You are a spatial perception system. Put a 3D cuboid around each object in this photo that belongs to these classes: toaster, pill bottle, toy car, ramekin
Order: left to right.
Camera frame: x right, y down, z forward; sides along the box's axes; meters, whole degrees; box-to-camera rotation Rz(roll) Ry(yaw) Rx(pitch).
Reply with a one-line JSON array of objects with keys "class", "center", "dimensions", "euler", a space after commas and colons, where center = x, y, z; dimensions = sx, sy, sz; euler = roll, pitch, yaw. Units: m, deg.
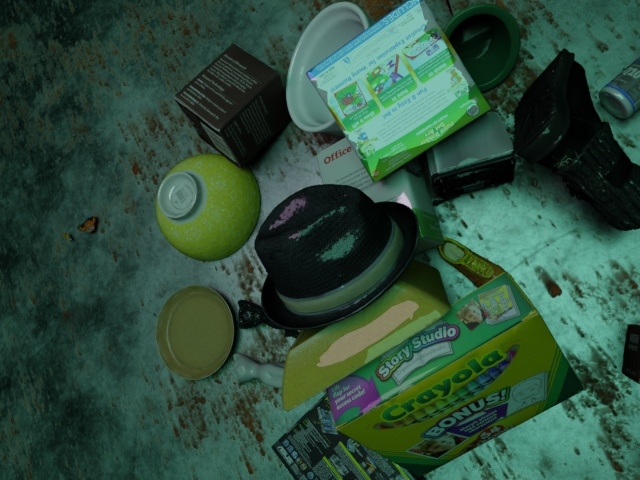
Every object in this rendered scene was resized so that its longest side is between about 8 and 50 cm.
[{"class": "toy car", "center": [-0.708, -0.032, 1.430], "dimensions": [0.122, 0.060, 0.040], "euler": [-18, 120, 34]}, {"class": "ramekin", "center": [0.055, -0.364, 1.074], "dimensions": [0.277, 0.135, 0.277], "euler": [-10, 77, 50]}, {"class": "toaster", "center": [0.297, -0.162, 0.985], "dimensions": [0.185, 0.168, 0.110], "euler": [-15, 74, 17]}, {"class": "pill bottle", "center": [0.621, -0.309, 0.928], "dimensions": [0.137, 0.078, 0.078], "euler": [-42, 70, 10]}]

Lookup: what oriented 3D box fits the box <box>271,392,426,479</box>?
[{"class": "box", "center": [0.056, 0.478, 1.033], "dimensions": [0.216, 0.060, 0.270], "euler": [-47, 69, 8]}]

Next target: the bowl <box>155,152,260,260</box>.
[{"class": "bowl", "center": [-0.315, -0.099, 1.215], "dimensions": [0.289, 0.156, 0.290], "euler": [-4, 80, 21]}]

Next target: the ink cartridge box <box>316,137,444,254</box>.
[{"class": "ink cartridge box", "center": [0.122, -0.093, 1.037], "dimensions": [0.198, 0.114, 0.273], "euler": [-23, 70, 32]}]

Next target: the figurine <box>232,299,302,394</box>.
[{"class": "figurine", "center": [-0.122, 0.249, 1.131], "dimensions": [0.209, 0.092, 0.215], "euler": [2, 83, 29]}]

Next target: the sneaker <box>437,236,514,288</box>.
[{"class": "sneaker", "center": [0.315, 0.055, 0.995], "dimensions": [0.175, 0.067, 0.064], "euler": [31, 92, 21]}]

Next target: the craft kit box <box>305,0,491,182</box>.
[{"class": "craft kit box", "center": [0.142, -0.277, 0.900], "dimensions": [0.249, 0.061, 0.247], "euler": [-31, 89, 11]}]

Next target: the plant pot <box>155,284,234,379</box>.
[{"class": "plant pot", "center": [-0.316, 0.233, 1.230], "dimensions": [0.236, 0.032, 0.236], "euler": [-4, 79, 21]}]

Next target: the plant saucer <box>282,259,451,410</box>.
[{"class": "plant saucer", "center": [0.075, 0.146, 0.926], "dimensions": [0.332, 0.333, 0.081], "euler": [-35, 90, 13]}]

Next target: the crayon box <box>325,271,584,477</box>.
[{"class": "crayon box", "center": [0.243, 0.260, 0.855], "dimensions": [0.363, 0.313, 0.106], "euler": [-35, 41, 13]}]

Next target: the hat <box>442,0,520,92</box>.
[{"class": "hat", "center": [0.341, -0.460, 1.089], "dimensions": [0.172, 0.184, 0.209], "euler": [1, 122, 5]}]

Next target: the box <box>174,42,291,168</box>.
[{"class": "box", "center": [-0.204, -0.325, 1.175], "dimensions": [0.167, 0.168, 0.203], "euler": [38, 78, 22]}]

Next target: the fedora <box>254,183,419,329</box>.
[{"class": "fedora", "center": [0.000, 0.000, 0.863], "dimensions": [0.334, 0.152, 0.334], "euler": [-27, 32, 19]}]

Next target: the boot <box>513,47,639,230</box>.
[{"class": "boot", "center": [0.508, -0.194, 0.915], "dimensions": [0.260, 0.131, 0.348], "euler": [31, 53, -5]}]

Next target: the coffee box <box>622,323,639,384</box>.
[{"class": "coffee box", "center": [0.659, 0.213, 0.798], "dimensions": [0.246, 0.141, 0.098], "euler": [9, 85, 22]}]
